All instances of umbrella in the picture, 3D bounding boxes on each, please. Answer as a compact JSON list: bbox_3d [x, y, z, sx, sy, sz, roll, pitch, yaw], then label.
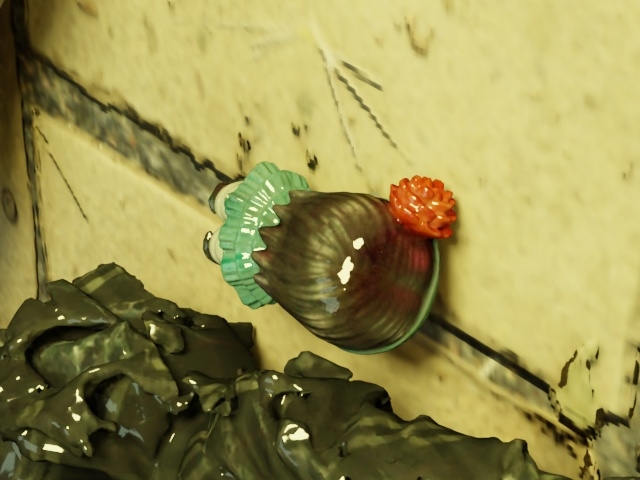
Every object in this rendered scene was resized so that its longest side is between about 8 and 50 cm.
[{"bbox_3d":[-0.018,0.106,0.582,0.336,0.128,0.154,20,124,42],"label":"umbrella"}]

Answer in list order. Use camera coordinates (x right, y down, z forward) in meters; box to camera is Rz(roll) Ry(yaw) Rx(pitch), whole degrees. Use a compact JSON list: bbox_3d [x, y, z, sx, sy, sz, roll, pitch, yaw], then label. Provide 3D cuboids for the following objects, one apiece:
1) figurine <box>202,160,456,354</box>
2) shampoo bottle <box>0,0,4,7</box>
[{"bbox_3d":[0.000,0.000,0.562,0.106,0.047,0.060,19,84,53],"label":"figurine"},{"bbox_3d":[-0.194,-0.134,0.638,0.222,0.151,0.349,32,134,23],"label":"shampoo bottle"}]
